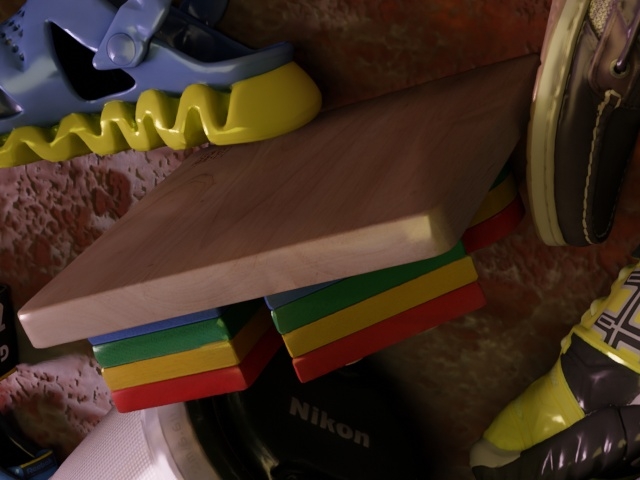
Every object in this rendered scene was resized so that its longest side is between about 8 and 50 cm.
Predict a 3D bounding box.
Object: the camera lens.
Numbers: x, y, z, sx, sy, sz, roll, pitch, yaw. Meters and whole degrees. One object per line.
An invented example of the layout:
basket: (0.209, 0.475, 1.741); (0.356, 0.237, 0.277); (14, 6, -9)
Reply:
camera lens: (-0.075, 0.203, 0.984); (0.219, 0.219, 0.274); (44, 118, 3)

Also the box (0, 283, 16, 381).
box: (-0.427, 0.088, 1.068); (0.322, 0.257, 0.079); (6, 111, 20)

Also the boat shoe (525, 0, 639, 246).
boat shoe: (0.184, -0.125, 0.834); (0.092, 0.103, 0.285); (16, 107, 22)

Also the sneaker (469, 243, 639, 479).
sneaker: (0.237, 0.038, 0.870); (0.385, 0.145, 0.147); (-38, 60, 31)

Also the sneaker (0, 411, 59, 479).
sneaker: (-0.221, 0.218, 1.135); (0.082, 0.069, 0.209); (-36, 92, 24)

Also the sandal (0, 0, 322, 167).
sandal: (-0.158, -0.122, 0.971); (0.317, 0.126, 0.138); (-7, 102, 16)

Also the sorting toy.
sorting toy: (0.000, 0.000, 0.865); (0.256, 0.257, 0.089); (-14, 108, 26)

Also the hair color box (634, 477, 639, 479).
hair color box: (0.333, 0.123, 0.794); (0.374, 0.185, 0.113); (-35, 65, 28)
